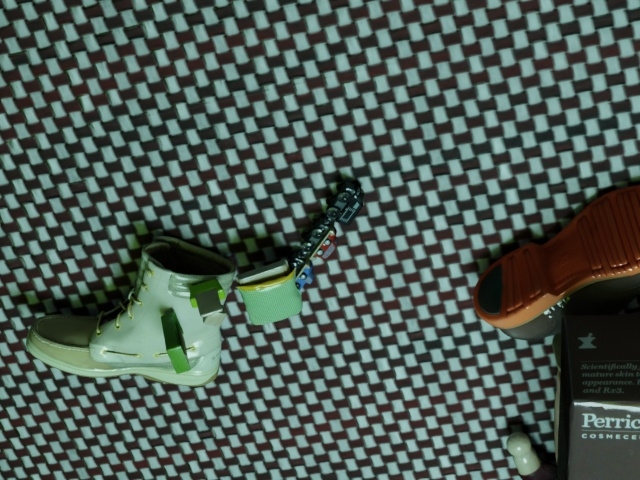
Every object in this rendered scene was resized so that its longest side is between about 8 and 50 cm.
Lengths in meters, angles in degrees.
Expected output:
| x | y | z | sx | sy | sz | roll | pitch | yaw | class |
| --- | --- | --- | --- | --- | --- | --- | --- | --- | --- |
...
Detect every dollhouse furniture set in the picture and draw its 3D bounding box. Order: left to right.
| x | y | z | sx | sy | sz | roll | pitch | yaw | class |
| --- | --- | --- | --- | --- | --- | --- | --- | --- | --- |
| -0.088 | 0.081 | 1.521 | 0.151 | 0.058 | 0.076 | -18 | 131 | -2 | dollhouse furniture set |

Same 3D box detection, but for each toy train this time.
| x | y | z | sx | sy | sz | roll | pitch | yaw | class |
| --- | --- | --- | --- | --- | --- | --- | --- | --- | --- |
| 0.000 | 0.000 | 1.531 | 0.036 | 0.027 | 0.158 | 22 | 126 | -20 | toy train |

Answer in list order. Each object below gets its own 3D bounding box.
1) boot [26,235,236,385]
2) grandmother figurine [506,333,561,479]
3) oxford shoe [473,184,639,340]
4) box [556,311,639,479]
| x | y | z | sx | sy | sz | roll | pitch | yaw | class |
| --- | --- | --- | --- | --- | --- | --- | --- | --- | --- |
| -0.204 | 0.070 | 1.577 | 0.213 | 0.077 | 0.165 | 8 | 127 | -7 | boot |
| 0.312 | 0.261 | 1.636 | 0.208 | 0.104 | 0.342 | 23 | 133 | 25 | grandmother figurine |
| 0.291 | 0.024 | 1.481 | 0.271 | 0.097 | 0.098 | -25 | 138 | 28 | oxford shoe |
| 0.337 | 0.258 | 1.484 | 0.191 | 0.143 | 0.381 | -1 | 125 | 6 | box |
